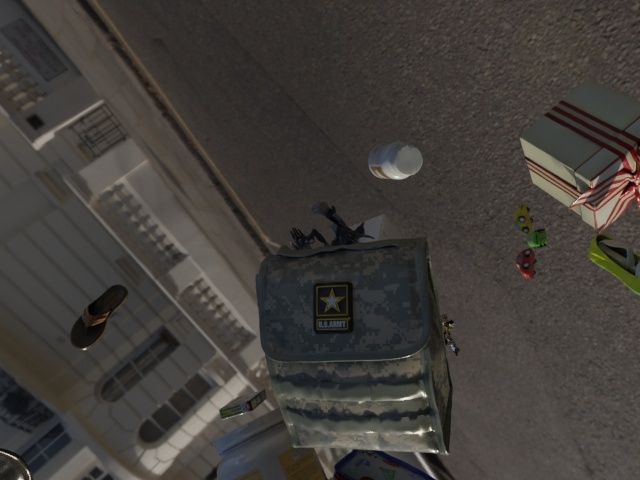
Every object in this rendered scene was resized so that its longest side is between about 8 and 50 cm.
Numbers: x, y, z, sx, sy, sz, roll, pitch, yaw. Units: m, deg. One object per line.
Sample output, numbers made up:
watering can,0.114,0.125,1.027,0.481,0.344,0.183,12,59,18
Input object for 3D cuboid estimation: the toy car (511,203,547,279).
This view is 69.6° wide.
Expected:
toy car,0.685,0.000,1.507,0.053,0.225,0.238,-6,90,42

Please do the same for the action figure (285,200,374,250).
action figure,0.000,0.000,1.153,0.141,0.164,0.276,45,147,-21

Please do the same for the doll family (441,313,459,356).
doll family,0.468,0.342,1.716,0.076,0.192,0.111,-11,142,18

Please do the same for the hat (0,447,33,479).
hat,-0.481,0.374,0.485,0.134,0.331,0.331,48,166,38

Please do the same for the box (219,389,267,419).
box,-0.268,0.576,1.622,0.207,0.114,0.036,52,-159,-80

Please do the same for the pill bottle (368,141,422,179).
pill bottle,0.265,-0.281,1.623,0.131,0.131,0.229,53,175,-15

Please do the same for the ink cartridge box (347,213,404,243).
ink cartridge box,0.201,0.033,1.900,0.233,0.168,0.171,-20,129,35

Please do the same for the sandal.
sandal,-0.651,0.215,1.352,0.090,0.219,0.060,29,149,6

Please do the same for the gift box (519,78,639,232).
gift box,0.672,-0.187,1.136,0.255,0.276,0.258,36,-168,-46

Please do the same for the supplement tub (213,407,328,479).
supplement tub,-0.104,0.599,1.111,0.331,0.241,0.241,63,167,18

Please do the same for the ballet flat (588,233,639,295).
ballet flat,0.669,0.055,0.982,0.231,0.077,0.077,-122,15,-57

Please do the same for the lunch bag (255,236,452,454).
lunch bag,0.050,0.138,0.642,0.235,0.169,0.286,-7,110,21

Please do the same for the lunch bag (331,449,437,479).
lunch bag,0.200,0.786,1.209,0.386,0.327,0.239,17,-171,27
